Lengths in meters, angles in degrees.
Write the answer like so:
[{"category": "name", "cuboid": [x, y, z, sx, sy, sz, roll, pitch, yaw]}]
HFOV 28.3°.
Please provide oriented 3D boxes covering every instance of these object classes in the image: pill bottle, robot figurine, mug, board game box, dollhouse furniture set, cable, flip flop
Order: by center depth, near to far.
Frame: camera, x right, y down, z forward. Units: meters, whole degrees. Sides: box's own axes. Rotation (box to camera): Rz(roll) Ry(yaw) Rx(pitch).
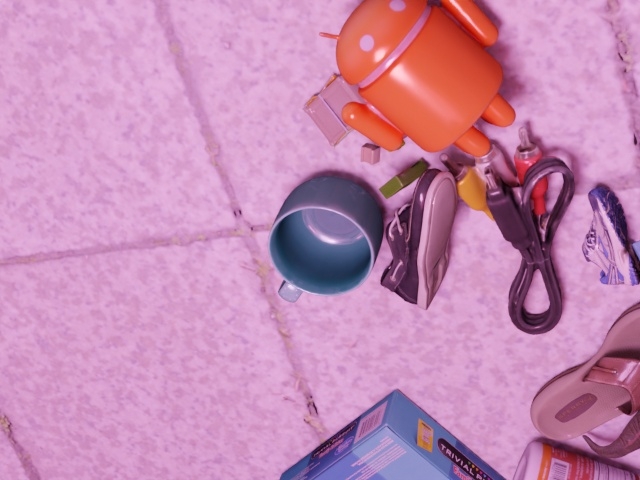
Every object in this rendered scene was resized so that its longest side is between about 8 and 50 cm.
[{"category": "robot figurine", "cuboid": [0.105, -0.180, 1.357, 0.219, 0.128, 0.158, 40, 132, -12]}, {"category": "dollhouse furniture set", "cuboid": [0.058, -0.126, 1.473, 0.152, 0.058, 0.076, 52, 131, 3]}, {"category": "cable", "cuboid": [0.249, -0.013, 1.490, 0.139, 0.072, 0.287, -16, 130, 17]}, {"category": "mug", "cuboid": [-0.001, -0.008, 1.524, 0.157, 0.097, 0.129, -18, 117, 27]}, {"category": "flip flop", "cuboid": [0.362, 0.174, 1.553, 0.112, 0.080, 0.277, 39, 125, -11]}, {"category": "pill bottle", "cuboid": [0.359, 0.350, 1.648, 0.216, 0.121, 0.121, 19, 126, 3]}, {"category": "board game box", "cuboid": [0.138, 0.391, 1.766, 0.336, 0.079, 0.254, 41, 124, -13]}]

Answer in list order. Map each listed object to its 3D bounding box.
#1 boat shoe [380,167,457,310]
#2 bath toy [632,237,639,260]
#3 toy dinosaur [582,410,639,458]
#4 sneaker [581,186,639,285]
[{"category": "boat shoe", "cuboid": [0.109, -0.004, 1.482, 0.079, 0.084, 0.233, 28, 149, 16]}, {"category": "bath toy", "cuboid": [0.514, -0.020, 1.346, 0.348, 0.151, 0.129, -34, 66, 30]}, {"category": "toy dinosaur", "cuboid": [0.479, 0.240, 1.559, 0.313, 0.121, 0.160, 14, 123, 41]}, {"category": "sneaker", "cuboid": [0.326, 0.001, 1.465, 0.058, 0.052, 0.135, -11, 119, 27]}]
